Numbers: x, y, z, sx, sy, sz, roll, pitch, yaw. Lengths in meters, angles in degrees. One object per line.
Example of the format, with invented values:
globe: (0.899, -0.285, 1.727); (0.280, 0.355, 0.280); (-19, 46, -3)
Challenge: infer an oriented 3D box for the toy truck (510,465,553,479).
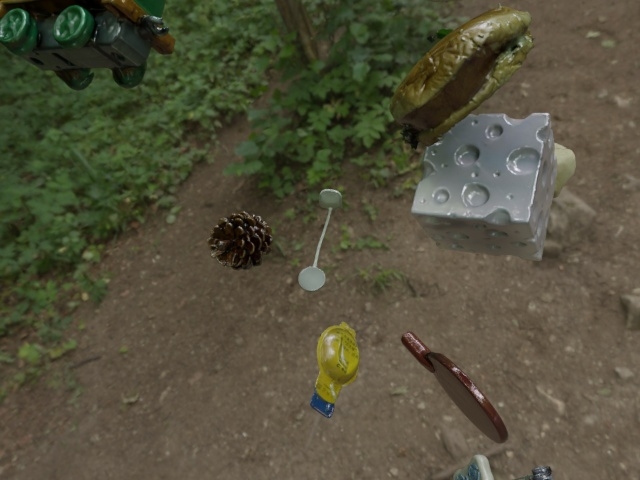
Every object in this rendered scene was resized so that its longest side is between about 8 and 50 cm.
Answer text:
toy truck: (0.428, 0.536, 1.041); (0.124, 0.114, 0.253); (-22, -22, 19)

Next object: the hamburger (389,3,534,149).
hamburger: (0.243, -0.292, 0.926); (0.309, 0.132, 0.211); (-41, 3, 30)

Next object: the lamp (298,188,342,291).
lamp: (0.000, 0.000, 0.967); (0.050, 0.056, 0.198); (10, 65, 8)

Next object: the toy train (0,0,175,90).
toy train: (-0.467, -0.457, 1.028); (0.429, 0.249, 0.178); (7, -10, 25)

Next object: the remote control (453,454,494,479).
remote control: (0.333, 0.525, 1.126); (0.032, 0.122, 0.074); (10, 41, -16)

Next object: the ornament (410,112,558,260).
ornament: (0.366, -0.114, 1.123); (0.240, 0.240, 0.239); (8, 75, 30)

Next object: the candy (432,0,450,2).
candy: (0.288, -0.623, 1.075); (0.295, 0.185, 0.295); (-16, -4, -1)

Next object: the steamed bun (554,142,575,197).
steamed bun: (0.605, -0.206, 1.601); (0.289, 0.203, 0.276); (-9, 40, -7)

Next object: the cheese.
cheese: (0.041, 0.353, 1.435); (0.069, 0.177, 0.270); (-19, 38, 43)

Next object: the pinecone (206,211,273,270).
pinecone: (-0.258, 0.003, 1.586); (0.168, 0.185, 0.212); (38, 23, 30)

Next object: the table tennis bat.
table tennis bat: (0.371, 0.404, 1.459); (0.051, 0.268, 0.415); (-35, 42, -9)

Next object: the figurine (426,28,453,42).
figurine: (0.313, -0.399, 1.156); (0.192, 0.147, 0.126); (-29, 31, 11)
